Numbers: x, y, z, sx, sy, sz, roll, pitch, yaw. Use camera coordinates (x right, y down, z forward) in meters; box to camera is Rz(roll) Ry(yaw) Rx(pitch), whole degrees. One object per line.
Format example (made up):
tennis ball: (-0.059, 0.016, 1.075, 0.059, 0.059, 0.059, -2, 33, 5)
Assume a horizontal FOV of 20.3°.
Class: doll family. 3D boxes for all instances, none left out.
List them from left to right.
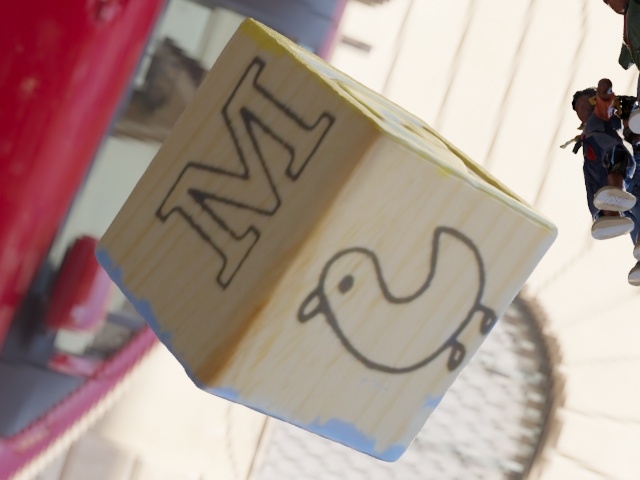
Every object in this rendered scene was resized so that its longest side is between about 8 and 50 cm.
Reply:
doll family: (0.169, -0.065, 0.951, 0.193, 0.076, 0.111, 108, -21, -47)

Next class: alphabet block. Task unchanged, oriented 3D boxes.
alphabet block: (0.000, 0.000, 1.188, 0.197, 0.192, 0.193, -57, -139, 9)
